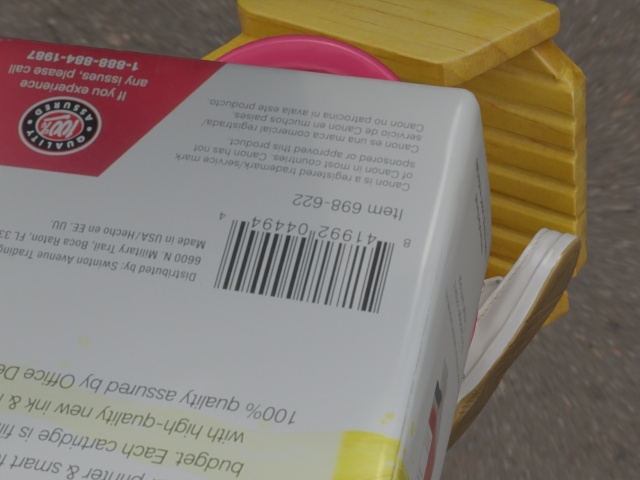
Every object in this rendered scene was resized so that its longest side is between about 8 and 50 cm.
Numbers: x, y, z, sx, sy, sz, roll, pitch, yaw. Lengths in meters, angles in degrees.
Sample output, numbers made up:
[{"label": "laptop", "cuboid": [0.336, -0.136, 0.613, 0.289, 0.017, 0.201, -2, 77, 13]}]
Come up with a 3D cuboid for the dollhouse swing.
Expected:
[{"label": "dollhouse swing", "cuboid": [0.020, -0.014, 1.660, 0.315, 0.305, 0.347, 19, 136, 26]}]

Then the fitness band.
[{"label": "fitness band", "cuboid": [-0.001, -0.005, 1.392, 0.209, 0.054, 0.291, -18, 96, 9]}]

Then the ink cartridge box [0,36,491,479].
[{"label": "ink cartridge box", "cuboid": [-0.085, 0.106, 0.986, 0.279, 0.160, 0.385, 9, 61, 12]}]

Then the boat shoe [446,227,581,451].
[{"label": "boat shoe", "cuboid": [0.120, 0.080, 1.647, 0.096, 0.098, 0.277, 42, 126, 13]}]
